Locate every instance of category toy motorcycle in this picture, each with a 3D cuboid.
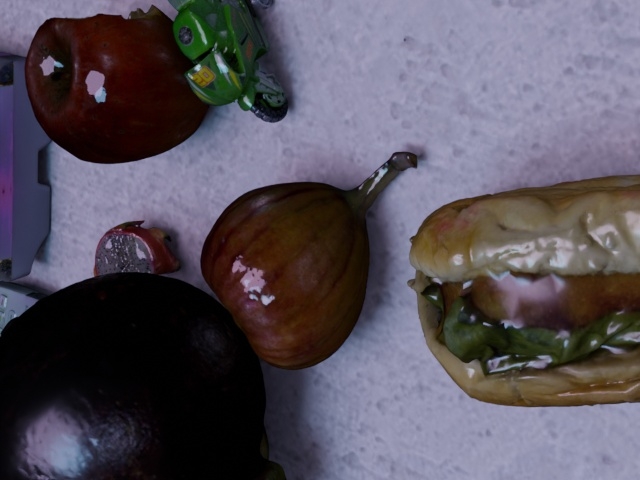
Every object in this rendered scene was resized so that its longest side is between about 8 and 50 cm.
[{"bbox_3d":[-0.094,-0.187,1.282,0.074,0.106,0.190,-30,82,38],"label":"toy motorcycle"}]

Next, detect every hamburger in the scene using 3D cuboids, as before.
[{"bbox_3d":[0.176,0.039,1.051,0.330,0.209,0.162,1,100,40],"label":"hamburger"}]

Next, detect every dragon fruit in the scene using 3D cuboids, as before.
[{"bbox_3d":[-0.184,0.010,1.430,0.083,0.056,0.060,-11,95,36],"label":"dragon fruit"}]

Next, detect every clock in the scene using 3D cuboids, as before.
[{"bbox_3d":[-0.379,-0.094,1.545,0.186,0.083,0.253,16,110,35],"label":"clock"}]

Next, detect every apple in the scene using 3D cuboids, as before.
[{"bbox_3d":[-0.178,-0.141,1.327,0.156,0.158,0.147,-51,54,35],"label":"apple"}]

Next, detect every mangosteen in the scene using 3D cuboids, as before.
[{"bbox_3d":[-0.181,0.189,1.307,0.297,0.297,0.313,-31,67,39],"label":"mangosteen"}]

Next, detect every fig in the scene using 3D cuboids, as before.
[{"bbox_3d":[-0.024,0.009,1.254,0.149,0.148,0.202,21,75,-2],"label":"fig"}]

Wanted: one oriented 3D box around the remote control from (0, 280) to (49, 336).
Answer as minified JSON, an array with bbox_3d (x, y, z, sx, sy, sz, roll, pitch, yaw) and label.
[{"bbox_3d":[-0.282,0.109,1.538,0.256,0.045,0.097,22,114,30],"label":"remote control"}]
